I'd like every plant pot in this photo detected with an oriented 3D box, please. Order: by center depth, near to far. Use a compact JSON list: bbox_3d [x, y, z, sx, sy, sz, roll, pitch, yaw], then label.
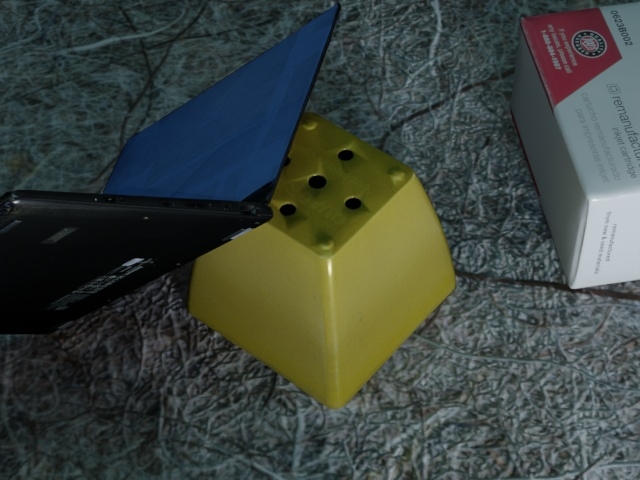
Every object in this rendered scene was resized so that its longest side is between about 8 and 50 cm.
[{"bbox_3d":[0.000,0.000,1.457,0.212,0.187,0.212,32,58,24],"label":"plant pot"}]

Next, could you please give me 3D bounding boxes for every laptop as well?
[{"bbox_3d":[-0.226,-0.069,1.366,0.408,0.382,0.236,2,70,-43],"label":"laptop"}]

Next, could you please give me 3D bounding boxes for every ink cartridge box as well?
[{"bbox_3d":[0.429,-0.125,1.561,0.385,0.160,0.279,-8,51,-5],"label":"ink cartridge box"}]
